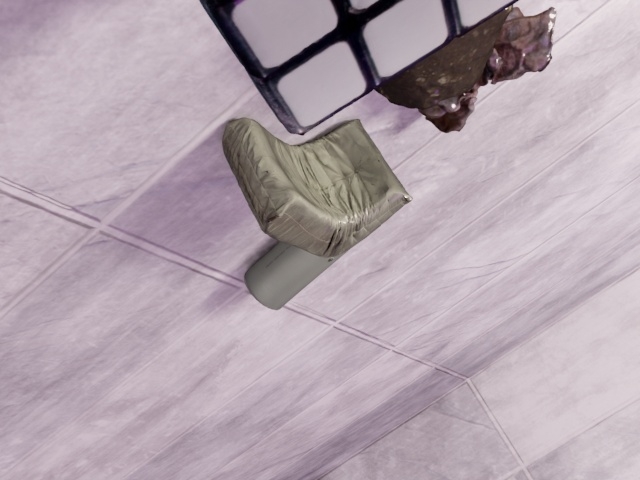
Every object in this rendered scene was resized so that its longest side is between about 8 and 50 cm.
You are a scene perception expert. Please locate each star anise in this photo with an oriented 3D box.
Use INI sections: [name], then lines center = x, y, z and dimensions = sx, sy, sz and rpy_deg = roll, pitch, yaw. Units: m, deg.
[star anise]
center = 0.262, -0.271, 0.979
dimensions = 0.257, 0.110, 0.198
rpy_deg = -42, -174, 21

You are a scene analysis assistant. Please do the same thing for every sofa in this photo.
[sofa]
center = -0.010, -0.105, 0.952
dimensions = 0.176, 0.210, 0.225
rpy_deg = -40, 146, 19

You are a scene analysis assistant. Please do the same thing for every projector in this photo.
[projector]
center = 0.000, 0.000, 1.199
dimensions = 0.337, 0.108, 0.108
rpy_deg = -41, 146, 19

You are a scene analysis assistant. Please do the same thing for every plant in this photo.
[plant]
center = 0.134, -0.317, 0.779
dimensions = 0.189, 0.198, 0.276
rpy_deg = -18, 146, -10

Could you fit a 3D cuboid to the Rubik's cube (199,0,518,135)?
[Rubik's cube]
center = -0.004, -0.360, 0.476
dimensions = 0.344, 0.344, 0.337
rpy_deg = -33, 147, 4
